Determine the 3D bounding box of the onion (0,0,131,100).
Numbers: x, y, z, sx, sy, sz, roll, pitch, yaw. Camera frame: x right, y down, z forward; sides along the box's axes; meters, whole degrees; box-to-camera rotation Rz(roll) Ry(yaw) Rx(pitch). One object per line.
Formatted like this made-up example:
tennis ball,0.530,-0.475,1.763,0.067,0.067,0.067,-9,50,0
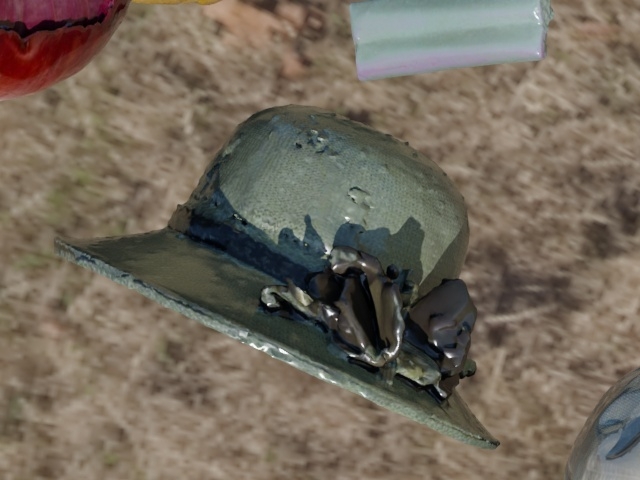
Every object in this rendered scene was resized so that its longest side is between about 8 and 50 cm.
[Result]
onion,-0.209,-0.195,1.027,0.161,0.248,0.248,155,119,-65

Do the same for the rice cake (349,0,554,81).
rice cake,0.125,-0.202,1.781,0.222,0.042,0.080,-2,94,34

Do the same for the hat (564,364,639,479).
hat,0.228,0.195,1.141,0.232,0.161,0.275,15,64,29

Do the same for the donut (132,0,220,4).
donut,-0.137,-0.300,1.638,0.226,0.227,0.113,47,140,32

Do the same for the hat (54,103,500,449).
hat,0.000,0.000,0.971,0.257,0.257,0.130,23,89,35
